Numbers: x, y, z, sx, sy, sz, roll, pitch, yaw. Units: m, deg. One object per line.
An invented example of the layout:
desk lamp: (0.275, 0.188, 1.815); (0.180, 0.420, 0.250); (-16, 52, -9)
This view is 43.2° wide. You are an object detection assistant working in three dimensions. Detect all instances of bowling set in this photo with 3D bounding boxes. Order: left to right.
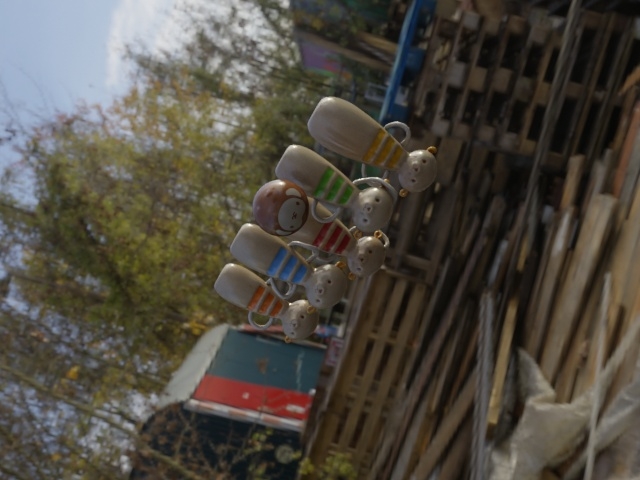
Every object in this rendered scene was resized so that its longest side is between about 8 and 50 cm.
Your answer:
bowling set: (0.000, 0.000, 0.840); (0.287, 0.154, 0.200); (-60, 2, 12)
